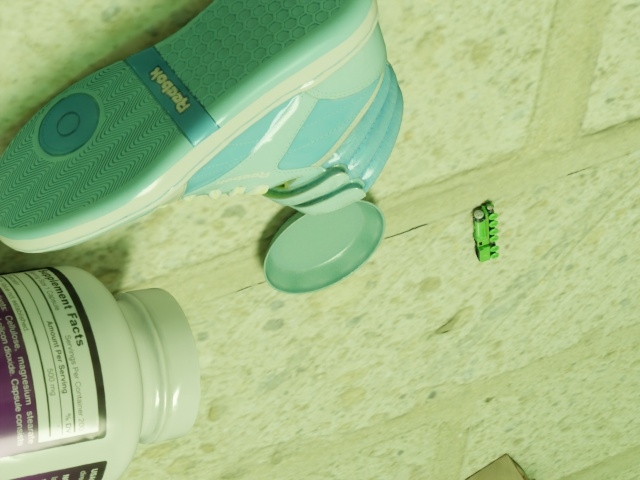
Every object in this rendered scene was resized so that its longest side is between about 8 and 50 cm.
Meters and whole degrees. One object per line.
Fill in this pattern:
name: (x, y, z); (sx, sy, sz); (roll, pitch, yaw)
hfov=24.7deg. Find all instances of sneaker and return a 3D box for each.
sneaker: (-0.071, -0.056, 1.079); (0.319, 0.127, 0.208); (-32, 145, 3)

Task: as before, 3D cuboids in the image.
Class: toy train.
toy train: (0.160, -0.007, 1.412); (0.024, 0.017, 0.083); (-16, 145, -2)

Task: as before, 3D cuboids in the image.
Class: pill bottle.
pill bottle: (-0.263, 0.118, 1.104); (0.323, 0.181, 0.181); (-8, 140, -30)

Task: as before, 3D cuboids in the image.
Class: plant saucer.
plant saucer: (0.000, 0.000, 1.294); (0.119, 0.021, 0.119); (-20, 144, -16)

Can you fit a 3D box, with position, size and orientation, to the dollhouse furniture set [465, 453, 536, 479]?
dollhouse furniture set: (0.276, 0.484, 1.867); (0.198, 0.303, 0.286); (-36, 145, 7)
